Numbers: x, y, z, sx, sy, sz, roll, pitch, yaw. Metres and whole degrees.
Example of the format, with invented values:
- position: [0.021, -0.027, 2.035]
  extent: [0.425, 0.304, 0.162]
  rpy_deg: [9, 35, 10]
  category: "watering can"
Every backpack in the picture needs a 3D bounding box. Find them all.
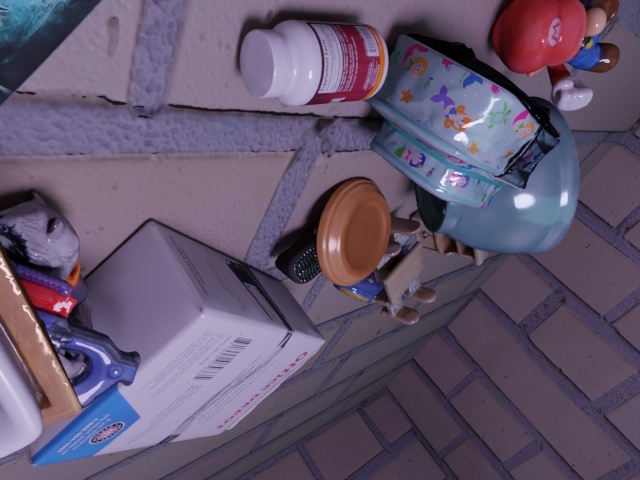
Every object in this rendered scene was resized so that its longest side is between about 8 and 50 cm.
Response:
- position: [0.182, -0.164, 0.625]
  extent: [0.254, 0.225, 0.191]
  rpy_deg: [11, 120, -53]
  category: "backpack"

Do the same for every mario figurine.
- position: [0.416, -0.330, 0.713]
  extent: [0.321, 0.198, 0.170]
  rpy_deg: [-22, 162, -39]
  category: "mario figurine"

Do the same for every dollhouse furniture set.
- position: [0.235, 0.045, 0.996]
  extent: [0.242, 0.161, 0.212]
  rpy_deg: [-43, 130, -30]
  category: "dollhouse furniture set"

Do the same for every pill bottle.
- position: [-0.006, -0.192, 0.489]
  extent: [0.152, 0.086, 0.086]
  rpy_deg: [-17, 146, -36]
  category: "pill bottle"

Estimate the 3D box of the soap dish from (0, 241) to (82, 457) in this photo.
- position: [-0.307, 0.022, 0.255]
  extent: [0.229, 0.118, 0.290]
  rpy_deg: [-17, 118, -16]
  category: "soap dish"

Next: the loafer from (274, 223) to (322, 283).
- position: [0.000, 0.000, 0.828]
  extent: [0.220, 0.079, 0.080]
  rpy_deg: [-30, 122, -42]
  category: "loafer"

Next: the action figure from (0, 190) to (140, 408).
- position: [-0.374, 0.079, 0.426]
  extent: [0.330, 0.178, 0.341]
  rpy_deg: [-47, 124, 2]
  category: "action figure"

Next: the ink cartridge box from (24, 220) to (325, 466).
- position: [-0.204, 0.174, 0.713]
  extent: [0.285, 0.166, 0.395]
  rpy_deg: [-41, 153, 5]
  category: "ink cartridge box"

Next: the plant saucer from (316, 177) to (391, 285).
- position: [0.071, -0.011, 0.815]
  extent: [0.200, 0.037, 0.199]
  rpy_deg: [-18, 114, -46]
  category: "plant saucer"

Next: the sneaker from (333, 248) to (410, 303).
- position: [0.142, 0.071, 1.106]
  extent: [0.297, 0.112, 0.130]
  rpy_deg: [0, 116, -54]
  category: "sneaker"

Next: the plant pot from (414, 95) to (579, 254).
- position: [0.293, -0.108, 0.837]
  extent: [0.197, 0.292, 0.293]
  rpy_deg: [-7, 147, -6]
  category: "plant pot"

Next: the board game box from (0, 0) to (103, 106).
- position: [-0.232, -0.170, 0.296]
  extent: [0.186, 0.026, 0.126]
  rpy_deg: [-42, 153, 5]
  category: "board game box"
